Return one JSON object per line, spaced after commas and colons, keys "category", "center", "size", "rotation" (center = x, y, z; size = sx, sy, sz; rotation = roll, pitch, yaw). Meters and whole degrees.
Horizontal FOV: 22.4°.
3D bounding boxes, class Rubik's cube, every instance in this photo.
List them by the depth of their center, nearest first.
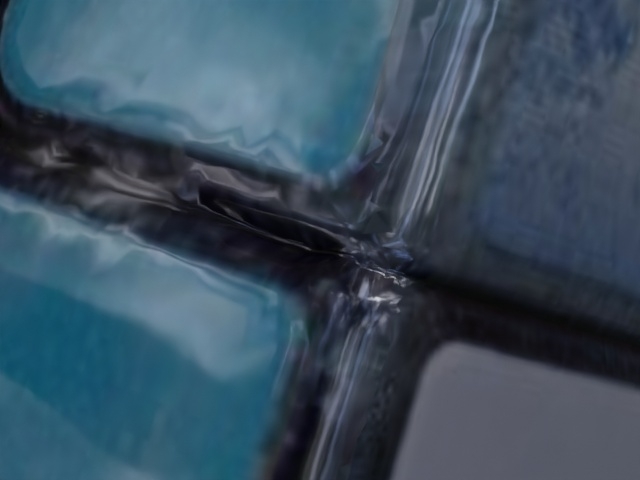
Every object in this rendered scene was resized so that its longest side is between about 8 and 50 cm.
{"category": "Rubik's cube", "center": [0.000, 0.000, 0.524], "size": [0.316, 0.313, 0.318], "rotation": [18, 90, 40]}
